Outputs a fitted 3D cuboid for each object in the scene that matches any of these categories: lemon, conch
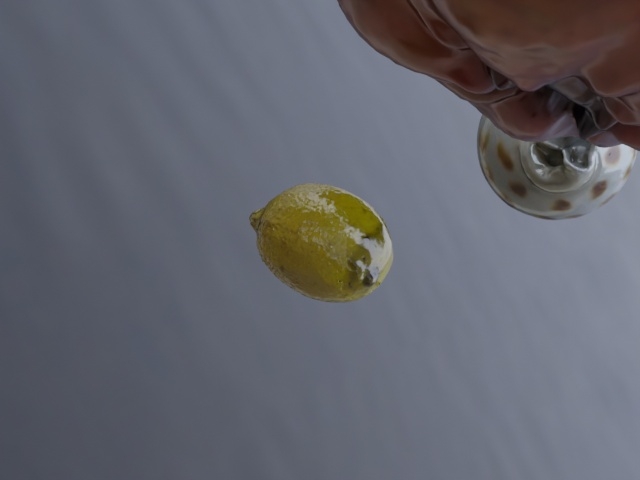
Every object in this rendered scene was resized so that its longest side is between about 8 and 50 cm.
[{"bbox_3d":[0.000,0.000,1.190,0.110,0.082,0.082,26,18,21],"label":"lemon"},{"bbox_3d":[0.264,-0.113,1.857,0.148,0.183,0.275,29,9,-32],"label":"conch"}]

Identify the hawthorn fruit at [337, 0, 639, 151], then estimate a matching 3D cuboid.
[{"bbox_3d":[0.227,-0.285,1.190,0.472,0.471,0.472,41,34,-36],"label":"hawthorn fruit"}]
